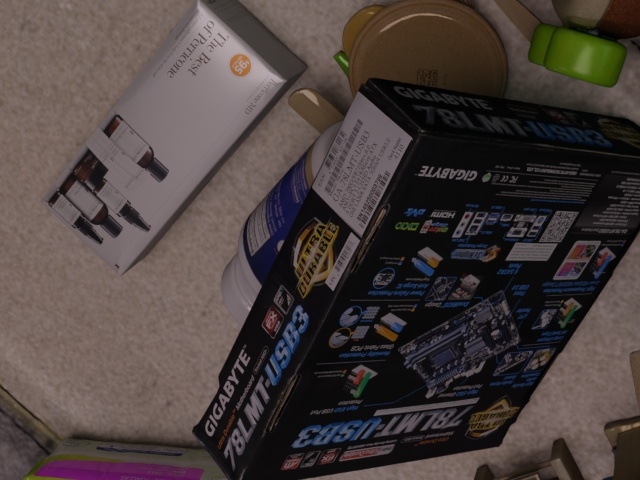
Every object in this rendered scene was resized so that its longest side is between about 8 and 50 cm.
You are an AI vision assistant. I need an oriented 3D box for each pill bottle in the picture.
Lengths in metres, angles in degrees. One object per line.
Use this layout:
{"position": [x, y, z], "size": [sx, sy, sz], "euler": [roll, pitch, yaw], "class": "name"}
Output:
{"position": [0.000, 0.000, 0.994], "size": [0.112, 0.112, 0.187], "euler": [43, 134, -1], "class": "pill bottle"}

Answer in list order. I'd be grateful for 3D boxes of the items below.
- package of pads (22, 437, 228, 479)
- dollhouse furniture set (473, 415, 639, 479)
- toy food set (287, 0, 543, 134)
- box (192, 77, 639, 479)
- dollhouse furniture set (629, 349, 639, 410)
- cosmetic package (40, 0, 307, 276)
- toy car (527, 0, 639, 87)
{"position": [-0.155, 0.337, 1.193], "size": [0.229, 0.101, 0.297], "euler": [1, 110, 16], "class": "package of pads"}
{"position": [0.227, 0.241, 1.022], "size": [0.183, 0.129, 0.129], "euler": [-24, 101, 22], "class": "dollhouse furniture set"}
{"position": [0.081, -0.137, 0.978], "size": [0.132, 0.038, 0.192], "euler": [43, 117, -17], "class": "toy food set"}
{"position": [0.089, 0.038, 0.910], "size": [0.073, 0.295, 0.293], "euler": [49, 123, 36], "class": "box"}
{"position": [0.330, 0.086, 0.873], "size": [0.135, 0.262, 0.259], "euler": [-20, 66, 33], "class": "dollhouse furniture set"}
{"position": [-0.125, -0.086, 1.048], "size": [0.099, 0.060, 0.239], "euler": [42, 116, -2], "class": "cosmetic package"}
{"position": [0.259, -0.170, 0.863], "size": [0.188, 0.149, 0.155], "euler": [15, 102, -2], "class": "toy car"}
